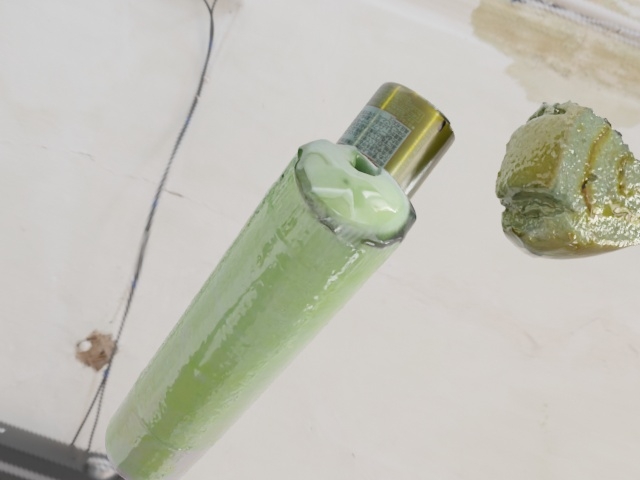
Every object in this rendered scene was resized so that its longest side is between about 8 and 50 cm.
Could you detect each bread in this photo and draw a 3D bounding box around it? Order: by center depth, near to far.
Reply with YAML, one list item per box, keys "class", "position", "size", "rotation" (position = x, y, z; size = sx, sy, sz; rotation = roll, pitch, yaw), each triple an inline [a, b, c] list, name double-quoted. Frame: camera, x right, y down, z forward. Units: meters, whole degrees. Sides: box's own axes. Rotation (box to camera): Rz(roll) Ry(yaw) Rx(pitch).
- class: "bread"
  position: [0.214, -0.027, 0.689]
  size: [0.156, 0.103, 0.110]
  rotation: [46, -110, -21]

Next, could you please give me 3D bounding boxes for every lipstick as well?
- class: "lipstick"
  position: [-0.052, 0.060, 0.504]
  size: [0.076, 0.304, 0.076]
  rotation: [20, -136, -21]

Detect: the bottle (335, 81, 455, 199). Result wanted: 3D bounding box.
- class: "bottle"
  position: [0.000, 0.000, 0.690]
  size: [0.082, 0.082, 0.286]
  rotation: [38, -96, -1]
